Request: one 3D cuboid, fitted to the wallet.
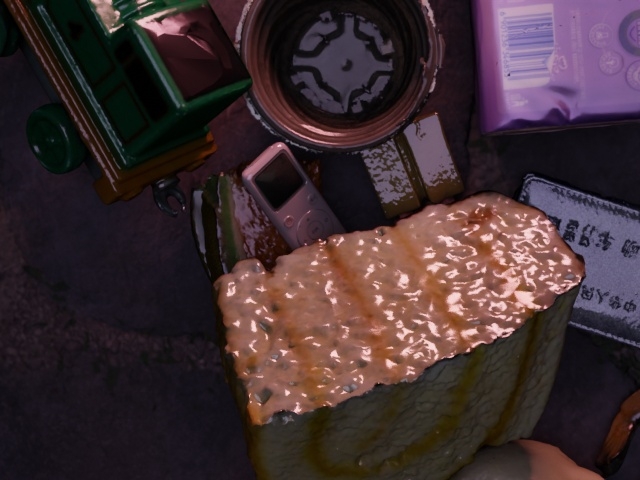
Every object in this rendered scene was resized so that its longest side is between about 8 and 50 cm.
[{"bbox_3d":[0.317,0.027,1.401,0.222,0.036,0.167,19,95,5],"label":"wallet"}]

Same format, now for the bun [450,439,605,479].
[{"bbox_3d":[0.241,0.357,1.371,0.259,0.160,0.259,-1,86,19],"label":"bun"}]

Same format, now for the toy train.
[{"bbox_3d":[-0.241,-0.229,1.327,0.249,0.178,0.429,-28,91,46],"label":"toy train"}]

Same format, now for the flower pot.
[{"bbox_3d":[0.023,-0.212,1.371,0.236,0.140,0.235,0,94,5],"label":"flower pot"}]

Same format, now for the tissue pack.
[{"bbox_3d":[0.282,-0.292,1.326,0.242,0.160,0.338,-4,92,6],"label":"tissue pack"}]

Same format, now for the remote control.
[{"bbox_3d":[0.000,0.000,1.370,0.067,0.029,0.261,-45,121,-16],"label":"remote control"}]

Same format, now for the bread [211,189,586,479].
[{"bbox_3d":[0.095,0.139,1.317,0.395,0.239,0.264,-19,131,-6],"label":"bread"}]

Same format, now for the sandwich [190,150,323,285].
[{"bbox_3d":[-0.067,-0.004,1.419,0.160,0.109,0.184,-14,90,-13],"label":"sandwich"}]

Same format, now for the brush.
[{"bbox_3d":[0.131,-0.030,1.418,0.103,0.047,0.233,-20,98,7],"label":"brush"}]

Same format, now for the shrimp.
[{"bbox_3d":[0.395,0.253,1.394,0.254,0.059,0.145,-39,86,7],"label":"shrimp"}]
